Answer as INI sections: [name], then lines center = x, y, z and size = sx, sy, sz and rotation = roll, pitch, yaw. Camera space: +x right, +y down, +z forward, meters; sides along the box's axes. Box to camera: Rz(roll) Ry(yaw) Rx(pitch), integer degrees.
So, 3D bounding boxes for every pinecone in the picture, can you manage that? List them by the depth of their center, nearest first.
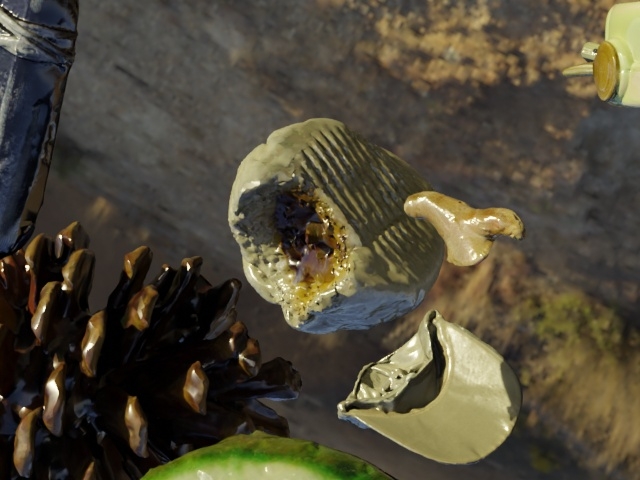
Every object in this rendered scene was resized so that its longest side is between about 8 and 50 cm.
[pinecone]
center = -0.201, 0.162, 1.310
size = 0.384, 0.384, 0.384
rotation = 25, 162, 9

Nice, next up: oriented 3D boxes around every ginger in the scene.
[ginger]
center = 0.103, -0.005, 0.906
size = 0.097, 0.048, 0.030
rotation = 16, -177, 33

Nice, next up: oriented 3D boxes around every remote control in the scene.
[remote control]
center = -0.259, -0.101, 1.030
size = 0.090, 0.266, 0.066
rotation = 22, -155, 10

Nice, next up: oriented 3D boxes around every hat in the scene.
[hat]
center = 0.152, 0.234, 1.791
size = 0.245, 0.214, 0.149
rotation = 41, 158, 20

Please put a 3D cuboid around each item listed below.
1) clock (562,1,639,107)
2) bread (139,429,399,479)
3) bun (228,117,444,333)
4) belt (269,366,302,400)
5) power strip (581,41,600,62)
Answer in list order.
[clock]
center = 0.441, -0.209, 1.373
size = 0.286, 0.117, 0.348
rotation = -10, -169, -39
[bread]
center = 0.013, 0.303, 0.888
size = 0.366, 0.382, 0.129
rotation = 65, -176, 21
[bun]
center = 0.008, -0.008, 1.524
size = 0.281, 0.281, 0.205
rotation = 33, 138, -16
[belt]
center = -0.138, 0.233, 2.127
size = 0.232, 0.071, 0.053
rotation = 13, 158, -28
[power strip]
center = 0.445, -0.249, 1.808
size = 0.169, 0.028, 0.076
rotation = 24, -179, 42
